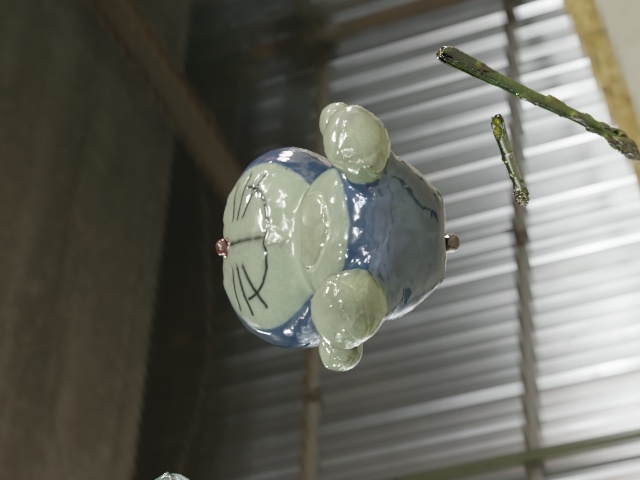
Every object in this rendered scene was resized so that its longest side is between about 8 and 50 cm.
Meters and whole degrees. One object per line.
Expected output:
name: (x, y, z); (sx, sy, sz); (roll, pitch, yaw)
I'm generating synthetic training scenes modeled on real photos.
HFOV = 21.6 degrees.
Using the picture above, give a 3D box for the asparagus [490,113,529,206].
asparagus: (0.152, -0.063, 1.341); (0.166, 0.013, 0.016); (58, -169, -64)

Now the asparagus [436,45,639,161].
asparagus: (0.208, -0.126, 1.556); (0.233, 0.023, 0.022); (25, -148, -17)

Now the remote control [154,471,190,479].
remote control: (-0.146, 0.241, 1.010); (0.052, 0.247, 0.104); (37, -164, -23)

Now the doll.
doll: (0.000, 0.000, 1.462); (0.154, 0.258, 0.228); (3, -96, -39)
